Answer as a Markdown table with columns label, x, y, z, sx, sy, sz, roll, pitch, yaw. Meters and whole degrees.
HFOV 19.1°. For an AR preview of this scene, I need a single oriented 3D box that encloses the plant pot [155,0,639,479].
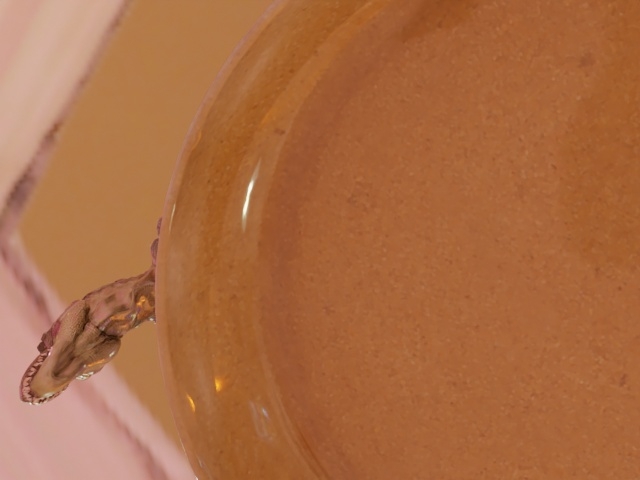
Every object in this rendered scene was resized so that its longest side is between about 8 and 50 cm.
| label | x | y | z | sx | sy | sz | roll | pitch | yaw |
| --- | --- | --- | --- | --- | --- | --- | --- | --- | --- |
| plant pot | 0.078 | 0.021 | 0.456 | 0.236 | 0.032 | 0.236 | 4 | -68 | 11 |

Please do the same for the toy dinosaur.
| label | x | y | z | sx | sy | sz | roll | pitch | yaw |
| --- | --- | --- | --- | --- | --- | --- | --- | --- | --- |
| toy dinosaur | 0.000 | 0.000 | 0.796 | 0.118 | 0.268 | 0.064 | 125 | -51 | -68 |
